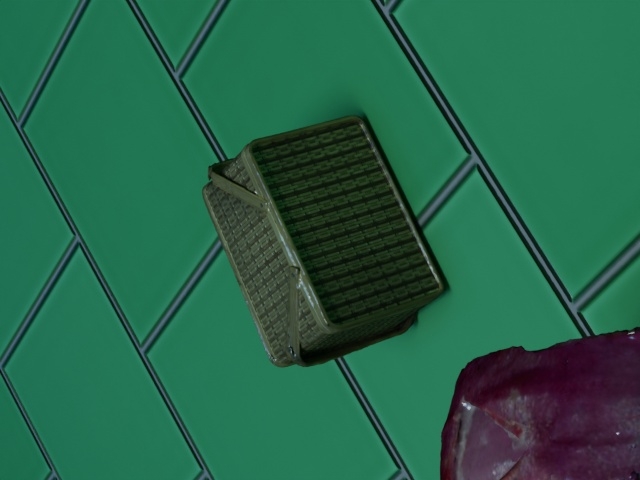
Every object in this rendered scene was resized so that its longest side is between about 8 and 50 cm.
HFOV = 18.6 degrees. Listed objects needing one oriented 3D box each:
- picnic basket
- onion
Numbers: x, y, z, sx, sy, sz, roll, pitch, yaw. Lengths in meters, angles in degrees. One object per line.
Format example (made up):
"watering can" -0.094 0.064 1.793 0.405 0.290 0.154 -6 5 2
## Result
"picnic basket" 0.000 0.000 1.392 0.079 0.115 0.164 -40 72 53
"onion" 0.197 0.169 1.103 0.272 0.256 0.230 143 124 -75
